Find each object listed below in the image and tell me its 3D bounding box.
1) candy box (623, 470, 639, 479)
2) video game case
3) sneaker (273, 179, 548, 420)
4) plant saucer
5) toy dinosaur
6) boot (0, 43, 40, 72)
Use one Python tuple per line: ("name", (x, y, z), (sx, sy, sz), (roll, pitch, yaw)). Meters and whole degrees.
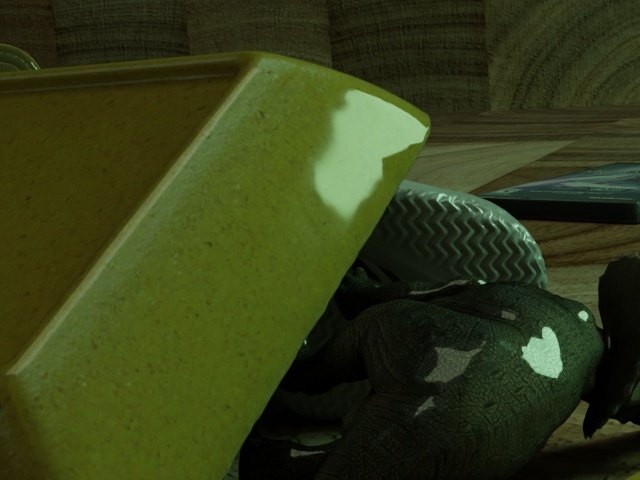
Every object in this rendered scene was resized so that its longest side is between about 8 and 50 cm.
("candy box", (0.121, 0.100, 0.251), (0.183, 0.087, 0.316), (-32, 4, 13))
("video game case", (0.321, -0.054, 1.568), (0.196, 0.026, 0.274), (4, 13, 43))
("sneaker", (-0.051, 0.020, 0.902), (0.365, 0.137, 0.210), (-7, 11, 7))
("plant saucer", (-0.157, 0.012, 0.708), (0.332, 0.081, 0.333), (0, 39, 31))
("toy dinosaur", (0.058, 0.062, 0.653), (0.160, 0.121, 0.313), (-15, -4, 39))
("boot", (-0.338, -0.042, 1.249), (0.109, 0.283, 0.220), (38, -5, -6))
